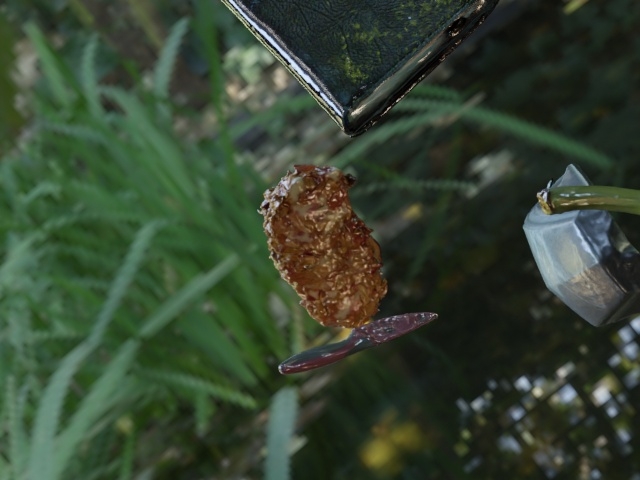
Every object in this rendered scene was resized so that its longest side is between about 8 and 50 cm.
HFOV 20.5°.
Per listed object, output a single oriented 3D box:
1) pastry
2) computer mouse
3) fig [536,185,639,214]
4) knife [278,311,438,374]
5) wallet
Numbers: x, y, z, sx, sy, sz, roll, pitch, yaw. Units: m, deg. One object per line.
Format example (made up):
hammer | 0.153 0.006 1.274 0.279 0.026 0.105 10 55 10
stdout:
pastry | -0.002 0.001 1.488 0.087 0.169 0.063 -29 36 -11
computer mouse | 0.196 0.012 1.317 0.071 0.126 0.231 -38 0 6
fig | 0.253 0.004 1.075 0.245 0.149 0.149 22 46 23
knife | 0.047 0.123 2.179 0.247 0.035 0.018 -17 -42 -35
wallet | -0.017 -0.238 1.345 0.172 0.318 0.045 -44 -22 -1
